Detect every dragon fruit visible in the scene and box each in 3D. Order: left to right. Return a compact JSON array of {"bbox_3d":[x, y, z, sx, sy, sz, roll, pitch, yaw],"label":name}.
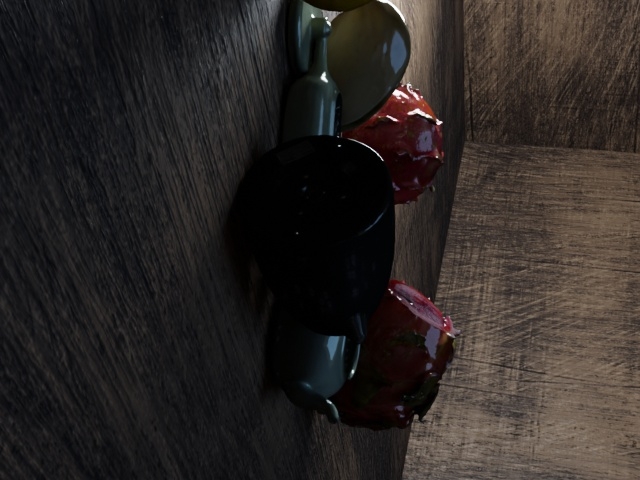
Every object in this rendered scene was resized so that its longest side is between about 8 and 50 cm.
[{"bbox_3d":[0.099,0.221,1.848,0.291,0.269,0.250,-52,-175,18],"label":"dragon fruit"},{"bbox_3d":[0.137,-0.194,1.883,0.210,0.205,0.268,65,32,-65],"label":"dragon fruit"}]

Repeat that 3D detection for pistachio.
[{"bbox_3d":[0.061,-0.294,1.681,0.237,0.153,0.138,-59,159,8],"label":"pistachio"}]

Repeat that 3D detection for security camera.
[{"bbox_3d":[-0.006,-0.257,1.548,0.157,0.080,0.301,-6,98,-76],"label":"security camera"}]

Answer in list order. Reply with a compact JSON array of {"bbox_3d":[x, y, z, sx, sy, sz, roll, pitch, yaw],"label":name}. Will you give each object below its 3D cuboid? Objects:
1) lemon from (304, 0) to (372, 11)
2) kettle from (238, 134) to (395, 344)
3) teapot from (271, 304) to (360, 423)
[{"bbox_3d":[0.033,-0.424,1.398,0.256,0.188,0.188,-63,155,-46],"label":"lemon"},{"bbox_3d":[0.000,0.000,1.439,0.290,0.207,0.268,77,-13,-49],"label":"kettle"},{"bbox_3d":[-0.002,0.165,1.609,0.193,0.130,0.294,84,18,-44],"label":"teapot"}]
